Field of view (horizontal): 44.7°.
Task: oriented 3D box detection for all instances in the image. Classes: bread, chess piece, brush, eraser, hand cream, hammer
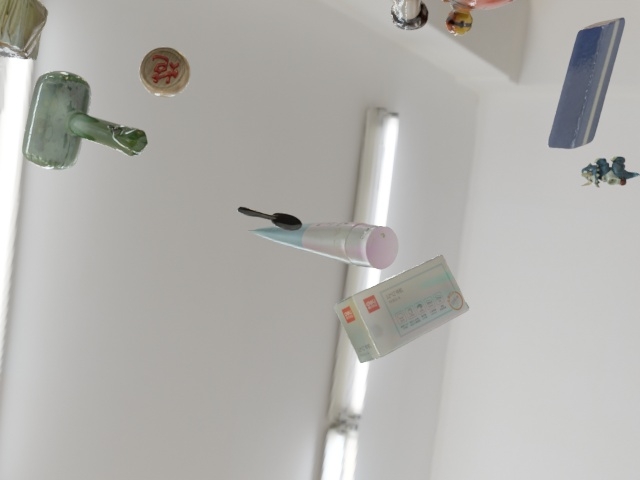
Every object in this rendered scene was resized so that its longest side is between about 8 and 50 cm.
[{"bbox_3d":[-0.545,-0.364,1.229,0.110,0.210,0.192,-66,13,2],"label":"bread"},{"bbox_3d":[-0.257,-0.278,1.287,0.038,0.083,0.084,112,171,-82],"label":"chess piece"},{"bbox_3d":[-0.062,-0.028,0.962,0.008,0.083,0.024,124,156,-55],"label":"brush"},{"bbox_3d":[0.432,-0.255,1.273,0.036,0.082,0.225,13,-87,-19],"label":"eraser"},{"bbox_3d":[0.000,0.000,1.308,0.111,0.312,0.070,-3,-84,-35],"label":"hand cream"},{"bbox_3d":[-0.465,-0.222,1.557,0.119,0.335,0.206,3,-77,-52],"label":"hammer"}]

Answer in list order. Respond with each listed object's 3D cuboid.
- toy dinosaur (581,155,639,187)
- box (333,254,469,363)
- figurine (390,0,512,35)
[{"bbox_3d":[0.437,-0.100,1.176,0.030,0.083,0.047,69,-157,-46],"label":"toy dinosaur"},{"bbox_3d":[0.167,0.135,1.554,0.269,0.079,0.135,-22,-96,-36],"label":"box"},{"bbox_3d":[0.287,-0.555,1.519,0.196,0.323,0.320,-102,-1,-59],"label":"figurine"}]
